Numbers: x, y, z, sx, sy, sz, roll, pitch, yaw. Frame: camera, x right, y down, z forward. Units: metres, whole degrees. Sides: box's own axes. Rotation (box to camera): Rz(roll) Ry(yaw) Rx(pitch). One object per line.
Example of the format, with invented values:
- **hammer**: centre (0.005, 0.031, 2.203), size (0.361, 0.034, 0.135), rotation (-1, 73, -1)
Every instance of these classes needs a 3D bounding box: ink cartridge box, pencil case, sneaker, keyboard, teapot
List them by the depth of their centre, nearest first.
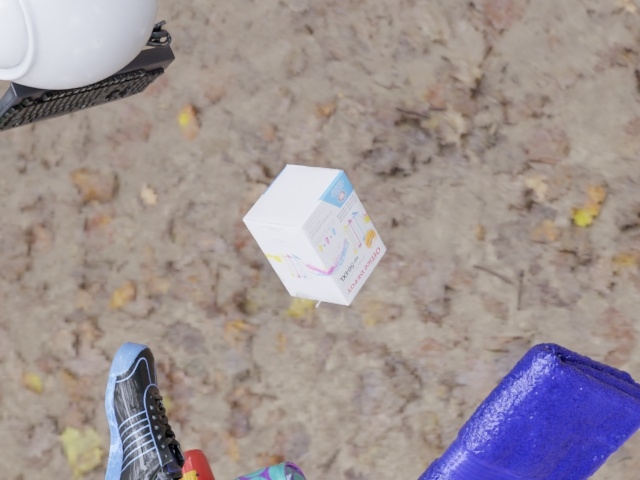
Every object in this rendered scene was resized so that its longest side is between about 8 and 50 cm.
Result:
- **teapot**: centre (-0.302, -0.247, 1.162), size (0.253, 0.187, 0.256), rotation (35, 140, 19)
- **ink cartridge box**: centre (0.000, 0.000, 1.312), size (0.090, 0.143, 0.092), rotation (7, 51, 42)
- **pencil case**: centre (-0.090, 0.319, 1.412), size (0.152, 0.064, 0.070), rotation (-23, 49, 10)
- **sneaker**: centre (-0.209, 0.241, 1.439), size (0.091, 0.081, 0.232), rotation (0, 85, 21)
- **keyboard**: centre (-0.320, -0.232, 1.674), size (0.033, 0.317, 0.201), rotation (54, 129, 7)

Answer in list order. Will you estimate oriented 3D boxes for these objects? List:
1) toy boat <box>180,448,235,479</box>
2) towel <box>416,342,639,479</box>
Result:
- **toy boat**: centre (-0.165, 0.431, 1.757), size (0.268, 0.318, 0.148), rotation (-17, 61, -7)
- **towel**: centre (0.247, 0.272, 1.429), size (0.308, 0.228, 0.076), rotation (-54, 42, 17)
